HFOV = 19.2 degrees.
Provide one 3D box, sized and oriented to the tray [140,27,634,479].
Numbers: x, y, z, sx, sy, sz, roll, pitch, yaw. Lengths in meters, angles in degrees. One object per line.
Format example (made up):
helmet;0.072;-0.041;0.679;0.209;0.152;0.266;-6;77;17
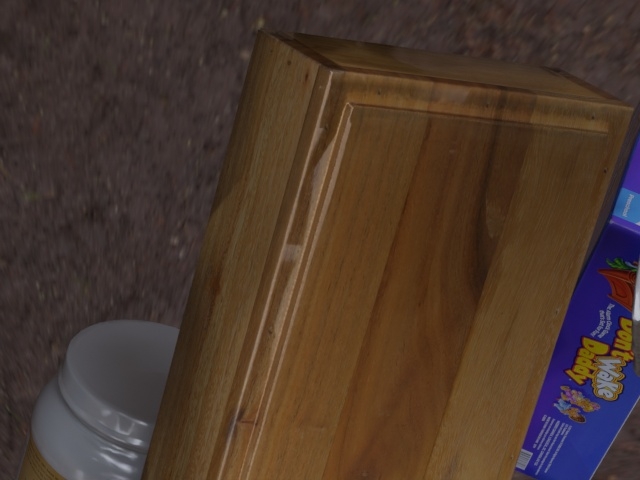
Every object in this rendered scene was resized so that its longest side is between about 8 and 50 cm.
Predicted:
tray;0.016;0.102;1.021;0.203;0.076;0.411;3;110;-36

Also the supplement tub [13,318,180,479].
supplement tub;-0.133;0.168;1.264;0.144;0.144;0.199;18;117;-3

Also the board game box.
board game box;0.234;0.008;1.402;0.078;0.347;0.233;22;57;5

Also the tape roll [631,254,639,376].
tape roll;0.249;0.031;0.747;0.246;0.169;0.246;-2;79;10
